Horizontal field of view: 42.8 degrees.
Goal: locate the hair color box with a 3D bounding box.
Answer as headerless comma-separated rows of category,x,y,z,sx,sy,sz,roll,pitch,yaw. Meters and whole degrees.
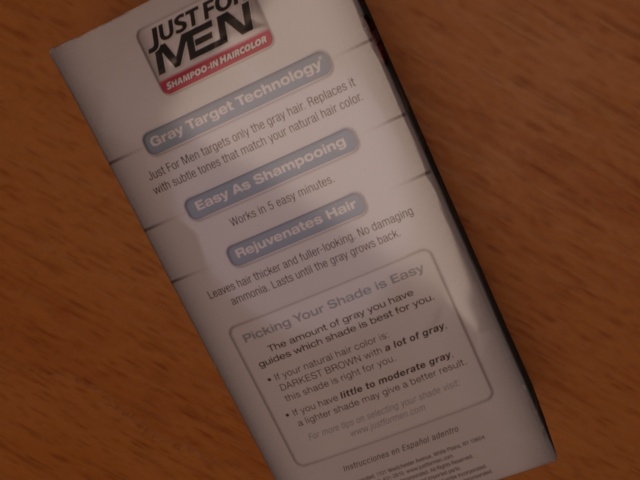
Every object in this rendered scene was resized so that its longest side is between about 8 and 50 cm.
hair color box,0.000,0.000,0.561,0.185,0.114,0.375,-23,103,12
